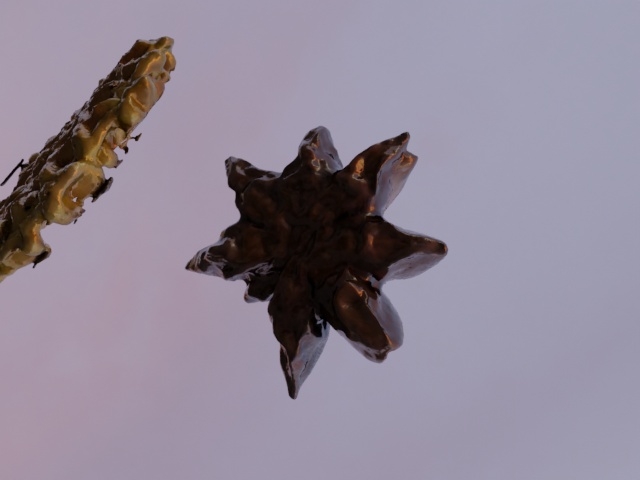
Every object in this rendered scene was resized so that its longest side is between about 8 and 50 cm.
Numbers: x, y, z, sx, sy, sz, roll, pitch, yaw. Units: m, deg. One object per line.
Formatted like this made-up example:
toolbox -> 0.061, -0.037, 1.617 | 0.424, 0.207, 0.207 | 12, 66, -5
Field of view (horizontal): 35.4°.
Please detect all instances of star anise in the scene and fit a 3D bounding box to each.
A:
star anise -> -0.014, 0.013, 1.094 | 0.315, 0.108, 0.315 | -5, -106, 19

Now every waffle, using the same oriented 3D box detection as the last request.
waffle -> -0.225, -0.068, 0.899 | 0.280, 0.060, 0.262 | -18, -145, 57
